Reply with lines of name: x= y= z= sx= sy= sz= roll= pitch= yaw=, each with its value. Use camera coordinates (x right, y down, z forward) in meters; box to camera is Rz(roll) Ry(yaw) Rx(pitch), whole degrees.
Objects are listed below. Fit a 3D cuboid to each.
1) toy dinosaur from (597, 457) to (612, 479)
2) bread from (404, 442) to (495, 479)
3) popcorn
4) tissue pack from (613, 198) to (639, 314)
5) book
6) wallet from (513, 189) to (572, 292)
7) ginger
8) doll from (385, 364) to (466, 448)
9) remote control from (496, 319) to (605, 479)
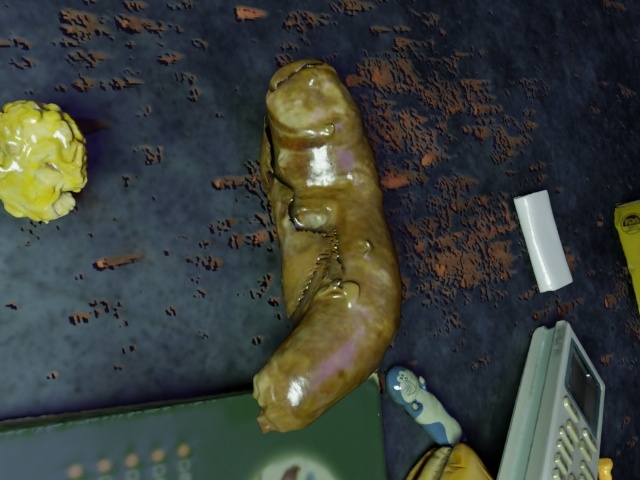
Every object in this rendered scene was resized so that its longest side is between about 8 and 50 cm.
toy dinosaur: x=0.287 y=0.333 z=0.761 sx=0.117 sy=0.071 sz=0.288 roll=66 pitch=30 yaw=-18
bread: x=0.147 y=0.300 z=0.683 sx=0.200 sy=0.077 sz=0.116 roll=57 pitch=44 yaw=-13
popcorn: x=-0.205 y=-0.061 z=0.498 sx=0.084 sy=0.084 sz=0.084 roll=10 pitch=73 yaw=-36
tissue pack: x=0.562 y=0.008 z=0.956 sx=0.134 sy=0.271 sz=0.192 roll=-10 pitch=85 yaw=-44
book: x=-0.093 y=0.244 z=0.525 sx=0.371 sy=0.043 sz=0.260 roll=1 pitch=80 yaw=-37
wallet: x=0.278 y=0.000 z=0.887 sx=0.061 sy=0.025 sz=0.122 roll=-15 pitch=88 yaw=-38
ginger: x=0.006 y=0.000 z=0.602 sx=0.133 sy=0.107 sz=0.309 roll=29 pitch=50 yaw=-59
doll: x=0.107 y=0.169 z=0.707 sx=0.125 sy=0.027 sz=0.037 roll=46 pitch=48 yaw=-21
remote control: x=0.251 y=0.206 z=0.752 sx=0.102 sy=0.056 sz=0.277 roll=56 pitch=36 yaw=-14
